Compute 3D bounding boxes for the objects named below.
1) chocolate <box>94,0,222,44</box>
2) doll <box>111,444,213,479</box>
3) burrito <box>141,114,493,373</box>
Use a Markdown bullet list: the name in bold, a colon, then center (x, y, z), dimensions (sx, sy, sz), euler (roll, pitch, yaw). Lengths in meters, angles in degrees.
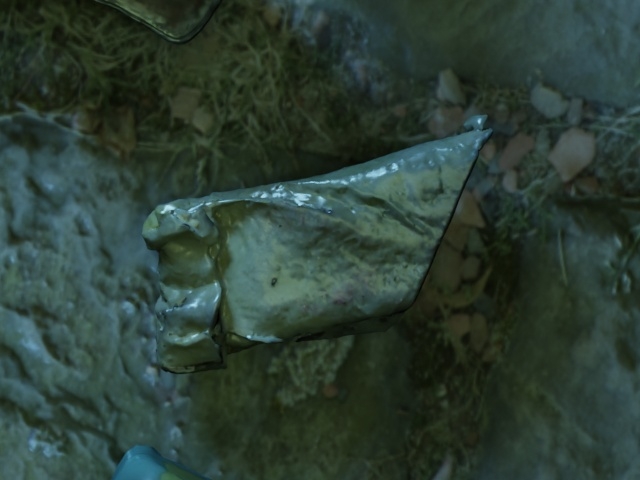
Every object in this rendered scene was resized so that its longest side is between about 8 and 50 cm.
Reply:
- **chocolate**: center (-0.189, -0.295, 1.777), dimensions (0.254, 0.080, 0.157), euler (26, 106, -6)
- **doll**: center (-0.157, 0.336, 1.793), dimensions (0.177, 0.161, 0.261), euler (28, 89, -9)
- **burrito**: center (0.004, 0.011, 1.814), dimensions (0.347, 0.107, 0.175), euler (-16, 112, -2)
